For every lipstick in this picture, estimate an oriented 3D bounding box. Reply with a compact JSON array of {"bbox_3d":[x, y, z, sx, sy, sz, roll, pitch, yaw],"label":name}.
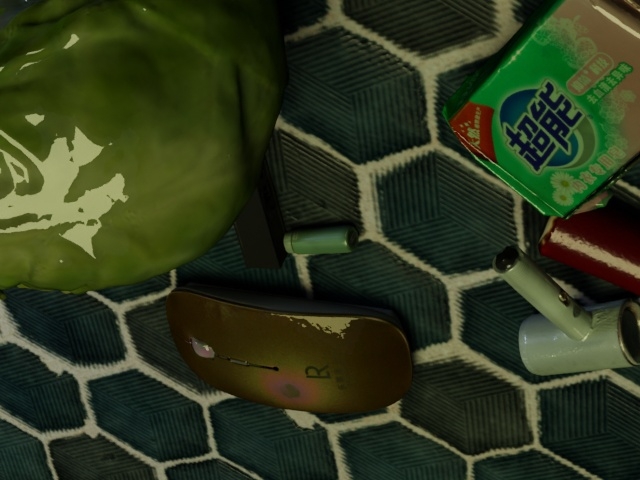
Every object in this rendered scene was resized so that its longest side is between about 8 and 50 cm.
[{"bbox_3d":[0.343,0.026,1.879,0.241,0.080,0.080,23,137,2],"label":"lipstick"}]

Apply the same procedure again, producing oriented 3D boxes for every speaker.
[{"bbox_3d":[-0.077,-0.052,2.031,0.046,0.040,0.191,3,132,20],"label":"speaker"}]

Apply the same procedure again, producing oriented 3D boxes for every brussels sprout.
[{"bbox_3d":[-0.213,-0.170,1.780,0.361,0.342,0.425,-20,90,-5],"label":"brussels sprout"}]

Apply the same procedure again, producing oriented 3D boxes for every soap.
[{"bbox_3d":[0.245,-0.151,1.718,0.218,0.098,0.273,41,143,-2],"label":"soap"}]

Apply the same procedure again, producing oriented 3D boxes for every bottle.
[{"bbox_3d":[0.000,0.000,2.051,0.083,0.030,0.030,-4,129,29],"label":"bottle"}]

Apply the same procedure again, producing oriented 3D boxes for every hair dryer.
[{"bbox_3d":[0.237,0.073,1.929,0.131,0.073,0.236,-10,150,33],"label":"hair dryer"}]

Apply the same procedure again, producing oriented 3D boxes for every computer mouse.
[{"bbox_3d":[-0.043,0.126,2.165,0.310,0.072,0.158,7,132,20],"label":"computer mouse"}]
